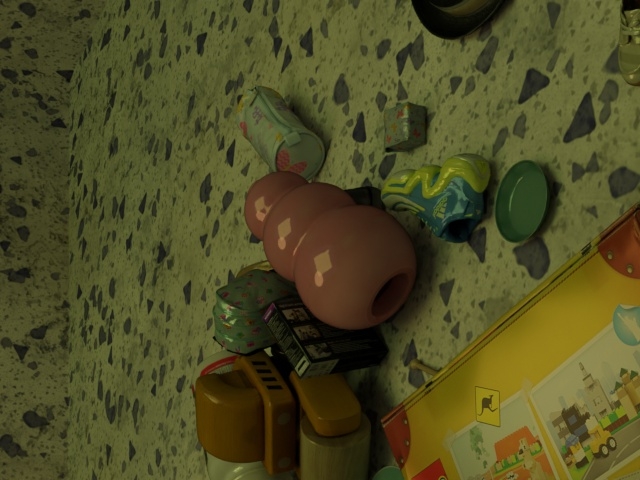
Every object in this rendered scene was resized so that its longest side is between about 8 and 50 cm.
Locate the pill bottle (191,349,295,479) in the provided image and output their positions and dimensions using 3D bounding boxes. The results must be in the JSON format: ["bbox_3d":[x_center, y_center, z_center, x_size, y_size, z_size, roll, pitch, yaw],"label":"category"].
[{"bbox_3d":[-0.138,0.374,2.129,0.176,0.176,0.319,-60,33,35],"label":"pill bottle"}]

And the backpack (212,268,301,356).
[{"bbox_3d":[-0.107,0.120,1.932,0.152,0.182,0.115,17,122,39],"label":"backpack"}]

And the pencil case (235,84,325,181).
[{"bbox_3d":[-0.085,-0.219,2.281,0.273,0.113,0.124,-126,29,-54],"label":"pencil case"}]

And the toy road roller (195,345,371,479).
[{"bbox_3d":[-0.075,0.314,1.908,0.329,0.240,0.203,-129,34,-53],"label":"toy road roller"}]

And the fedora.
[{"bbox_3d":[0.186,-0.481,1.783,0.334,0.152,0.334,-30,56,58],"label":"fedora"}]

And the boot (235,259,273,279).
[{"bbox_3d":[-0.055,0.132,2.064,0.248,0.090,0.207,-18,84,46],"label":"boot"}]

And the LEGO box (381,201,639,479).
[{"bbox_3d":[0.313,0.241,1.161,0.500,0.193,0.373,-50,53,48],"label":"LEGO box"}]

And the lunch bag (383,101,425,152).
[{"bbox_3d":[0.139,-0.190,1.898,0.083,0.053,0.071,-16,70,51],"label":"lunch bag"}]

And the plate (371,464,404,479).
[{"bbox_3d":[0.117,0.450,1.767,0.188,0.024,0.188,-28,58,57],"label":"plate"}]

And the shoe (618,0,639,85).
[{"bbox_3d":[0.400,-0.304,1.404,0.076,0.058,0.219,9,89,64],"label":"shoe"}]

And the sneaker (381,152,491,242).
[{"bbox_3d":[0.171,-0.051,1.745,0.240,0.091,0.126,-24,62,59],"label":"sneaker"}]

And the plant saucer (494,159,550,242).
[{"bbox_3d":[0.290,-0.054,1.586,0.119,0.021,0.119,-29,56,57],"label":"plant saucer"}]

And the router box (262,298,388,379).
[{"bbox_3d":[0.010,0.157,1.866,0.133,0.178,0.046,56,130,29],"label":"router box"}]

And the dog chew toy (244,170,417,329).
[{"bbox_3d":[0.000,0.000,1.857,0.332,0.206,0.207,38,119,30],"label":"dog chew toy"}]

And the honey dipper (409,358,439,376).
[{"bbox_3d":[0.178,0.207,1.720,0.160,0.030,0.031,-166,86,-66],"label":"honey dipper"}]

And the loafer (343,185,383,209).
[{"bbox_3d":[0.004,-0.025,2.064,0.302,0.095,0.109,-39,48,53],"label":"loafer"}]
